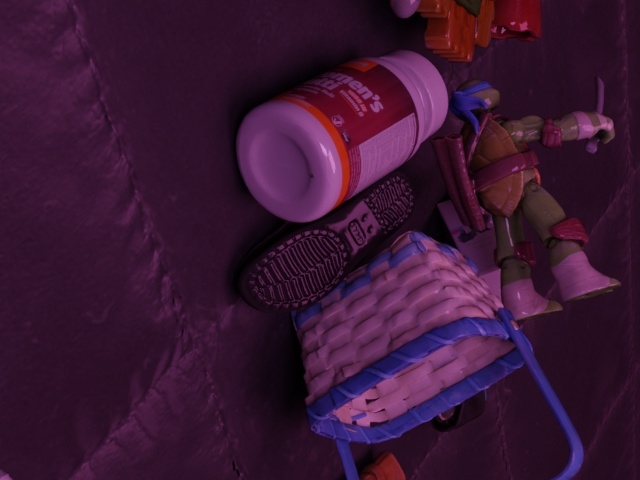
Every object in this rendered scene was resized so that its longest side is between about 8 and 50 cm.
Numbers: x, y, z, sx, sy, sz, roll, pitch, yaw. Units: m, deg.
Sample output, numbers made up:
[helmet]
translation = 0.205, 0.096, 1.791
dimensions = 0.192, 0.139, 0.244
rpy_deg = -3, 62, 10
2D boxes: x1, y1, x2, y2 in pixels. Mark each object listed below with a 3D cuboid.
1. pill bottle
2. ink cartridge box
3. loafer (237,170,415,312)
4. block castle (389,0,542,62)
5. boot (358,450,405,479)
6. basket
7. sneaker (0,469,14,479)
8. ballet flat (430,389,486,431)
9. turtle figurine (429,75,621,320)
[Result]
[pill bottle]
translation = 0.028, -0.112, 1.103
dimensions = 0.221, 0.121, 0.121
rpy_deg = -34, 130, -44
[ink cartridge box]
translation = 0.201, 0.011, 1.414
dimensions = 0.062, 0.181, 0.104
rpy_deg = -20, 134, 2
[loafer]
translation = 0.000, 0.000, 1.151
dimensions = 0.220, 0.078, 0.080
rpy_deg = -32, 115, -24
[block castle]
translation = 0.248, -0.286, 1.144
dimensions = 0.453, 0.303, 0.212
rpy_deg = 2, 97, -66
[boot]
translation = 0.065, 0.379, 1.413
dimensions = 0.152, 0.073, 0.197
rpy_deg = -45, 140, -43
[basket]
translation = 0.113, 0.155, 1.155
dimensions = 0.201, 0.255, 0.289
rpy_deg = 26, 40, -51
[sneaker]
translation = -0.262, 0.277, 0.846
dimensions = 0.090, 0.115, 0.232
rpy_deg = -19, 119, -51
[ballet flat]
translation = 0.161, 0.156, 1.443
dimensions = 0.096, 0.095, 0.280
rpy_deg = -37, 134, -22
[turtle figurine]
translation = 0.252, -0.055, 1.252
dimensions = 0.275, 0.198, 0.266
rpy_deg = 18, 55, -70
